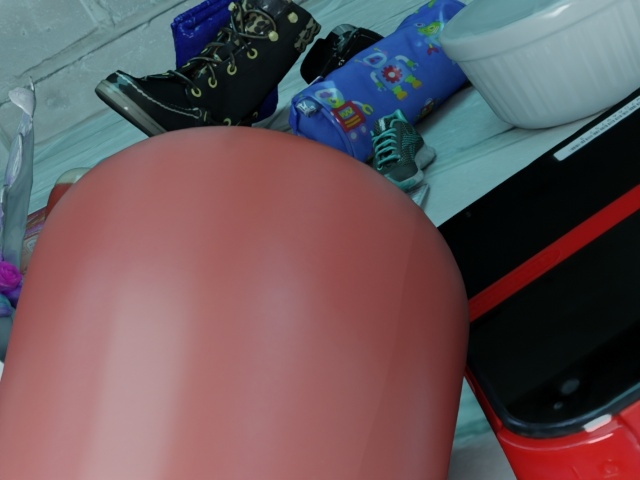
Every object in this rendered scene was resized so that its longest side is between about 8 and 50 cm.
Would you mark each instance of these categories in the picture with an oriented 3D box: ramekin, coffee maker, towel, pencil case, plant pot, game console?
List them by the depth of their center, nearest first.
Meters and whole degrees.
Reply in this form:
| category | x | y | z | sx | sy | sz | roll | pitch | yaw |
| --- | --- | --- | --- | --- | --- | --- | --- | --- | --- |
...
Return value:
| category | x | y | z | sx | sy | sz | roll | pitch | yaw |
| --- | --- | --- | --- | --- | --- | --- | --- | --- | --- |
| plant pot | -0.054 | 0.117 | 0.540 | 0.275 | 0.275 | 0.243 | -24 | 29 | 21 |
| game console | 0.247 | -0.025 | 0.661 | 0.387 | 0.060 | 0.342 | -34 | 19 | 6 |
| ramekin | 0.274 | -0.226 | 1.123 | 0.273 | 0.127 | 0.273 | -28 | 17 | 10 |
| pencil case | 0.087 | -0.201 | 1.357 | 0.306 | 0.133 | 0.119 | -40 | -14 | -28 |
| coffee maker | 0.027 | -0.249 | 1.601 | 0.171 | 0.120 | 0.178 | -32 | 17 | -1 |
| towel | -0.162 | -0.294 | 1.793 | 0.076 | 0.308 | 0.228 | 34 | 56 | 21 |

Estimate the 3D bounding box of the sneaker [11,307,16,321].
| category | x | y | z | sx | sy | sz | roll | pitch | yaw |
| --- | --- | --- | --- | --- | --- | --- | --- | --- | --- |
| sneaker | -0.422 | 0.111 | 1.215 | 0.229 | 0.086 | 0.132 | -7 | -1 | 28 |

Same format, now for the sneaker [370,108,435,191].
| category | x | y | z | sx | sy | sz | roll | pitch | yaw |
| --- | --- | --- | --- | --- | --- | --- | --- | --- | --- |
| sneaker | 0.077 | -0.096 | 1.157 | 0.065 | 0.076 | 0.166 | -25 | 13 | 20 |

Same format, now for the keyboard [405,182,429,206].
| category | x | y | z | sx | sy | sz | roll | pitch | yaw |
| --- | --- | --- | --- | --- | --- | --- | --- | --- | --- |
| keyboard | 0.000 | 0.000 | 1.141 | 0.256 | 0.014 | 0.072 | -24 | 19 | 21 |

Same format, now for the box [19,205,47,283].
| category | x | y | z | sx | sy | sz | roll | pitch | yaw |
| --- | --- | --- | --- | --- | --- | --- | --- | --- | --- |
| box | -0.411 | 0.078 | 1.375 | 0.300 | 0.154 | 0.142 | -23 | 20 | 20 |

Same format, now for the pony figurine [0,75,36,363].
| category | x | y | z | sx | sy | sz | roll | pitch | yaw |
| --- | --- | --- | --- | --- | --- | --- | --- | --- | --- |
| pony figurine | -0.297 | 0.080 | 0.904 | 0.364 | 0.302 | 0.351 | -12 | -29 | -24 |

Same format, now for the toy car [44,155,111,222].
| category | x | y | z | sx | sy | sz | roll | pitch | yaw |
| --- | --- | --- | --- | --- | --- | --- | --- | --- | --- |
| toy car | -0.231 | 0.059 | 1.165 | 0.219 | 0.210 | 0.237 | -18 | 49 | 62 |

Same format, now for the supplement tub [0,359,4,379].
| category | x | y | z | sx | sy | sz | roll | pitch | yaw |
| --- | --- | --- | --- | --- | --- | --- | --- | --- | --- |
| supplement tub | -0.296 | 0.190 | 0.685 | 0.272 | 0.191 | 0.191 | -47 | 2 | 44 |

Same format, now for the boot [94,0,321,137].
| category | x | y | z | sx | sy | sz | roll | pitch | yaw |
| --- | --- | --- | --- | --- | --- | --- | --- | --- | --- |
| boot | -0.154 | -0.265 | 1.573 | 0.284 | 0.138 | 0.377 | -53 | -22 | 8 |
